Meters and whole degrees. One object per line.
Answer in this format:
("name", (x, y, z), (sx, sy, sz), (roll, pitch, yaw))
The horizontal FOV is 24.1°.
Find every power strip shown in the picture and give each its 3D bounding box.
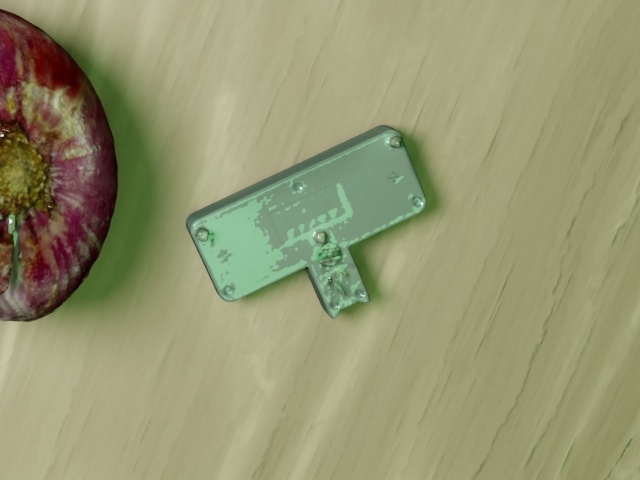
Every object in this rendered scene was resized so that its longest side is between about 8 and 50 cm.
("power strip", (0.000, 0.000, 1.396), (0.215, 0.061, 0.145), (-26, 108, -5))

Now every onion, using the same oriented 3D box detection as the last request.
("onion", (-0.283, -0.064, 1.234), (0.230, 0.272, 0.256), (8, 110, -42))
